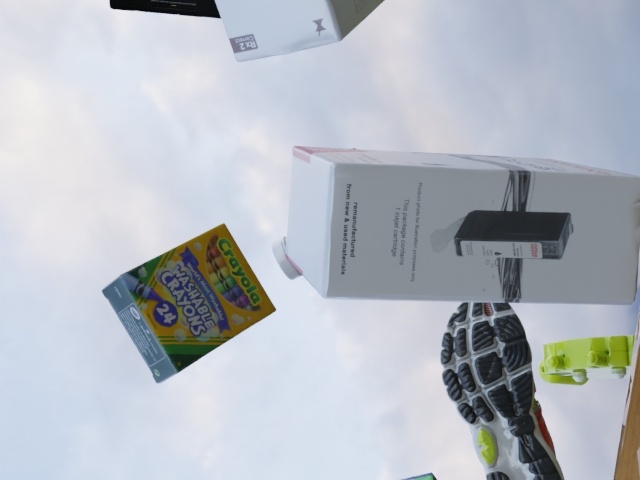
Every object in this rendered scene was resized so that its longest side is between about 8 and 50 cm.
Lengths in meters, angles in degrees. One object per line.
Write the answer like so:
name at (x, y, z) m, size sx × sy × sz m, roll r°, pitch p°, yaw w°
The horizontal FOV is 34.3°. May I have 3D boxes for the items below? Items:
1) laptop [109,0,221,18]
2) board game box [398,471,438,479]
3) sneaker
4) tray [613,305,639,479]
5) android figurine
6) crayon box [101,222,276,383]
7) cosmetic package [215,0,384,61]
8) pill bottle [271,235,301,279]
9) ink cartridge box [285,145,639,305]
laptop at (-0.198, -0.487, 1.566) m, size 0.234 × 0.136 × 0.264 m, roll 1°, pitch -109°, yaw -18°
board game box at (0.112, 0.321, 0.891) m, size 0.136 × 0.035 × 0.201 m, roll 55°, pitch -155°, yaw -43°
sneaker at (0.214, 0.200, 1.222) m, size 0.118 × 0.107 × 0.279 m, roll 20°, pitch -124°, yaw -75°
tray at (0.340, 0.162, 0.901) m, size 0.076 × 0.203 × 0.411 m, roll 26°, pitch -124°, yaw -6°
android figurine at (0.430, 0.174, 1.482) m, size 0.272 × 0.248 × 0.056 m, roll 10°, pitch -106°, yaw -45°
crayon box at (-0.224, 0.102, 1.956) m, size 0.323 × 0.083 × 0.203 m, roll -31°, pitch -91°, yaw -45°
cosmetic package at (-0.029, -0.333, 1.297) m, size 0.184 × 0.151 × 0.151 m, roll -53°, pitch -50°, yaw -53°
pill bottle at (0.000, 0.000, 1.559) m, size 0.078 × 0.137 × 0.078 m, roll 57°, pitch -168°, yaw -19°
ink cartridge box at (0.119, -0.017, 0.922) m, size 0.197 × 0.272 × 0.114 m, roll -141°, pitch 54°, yaw -76°
